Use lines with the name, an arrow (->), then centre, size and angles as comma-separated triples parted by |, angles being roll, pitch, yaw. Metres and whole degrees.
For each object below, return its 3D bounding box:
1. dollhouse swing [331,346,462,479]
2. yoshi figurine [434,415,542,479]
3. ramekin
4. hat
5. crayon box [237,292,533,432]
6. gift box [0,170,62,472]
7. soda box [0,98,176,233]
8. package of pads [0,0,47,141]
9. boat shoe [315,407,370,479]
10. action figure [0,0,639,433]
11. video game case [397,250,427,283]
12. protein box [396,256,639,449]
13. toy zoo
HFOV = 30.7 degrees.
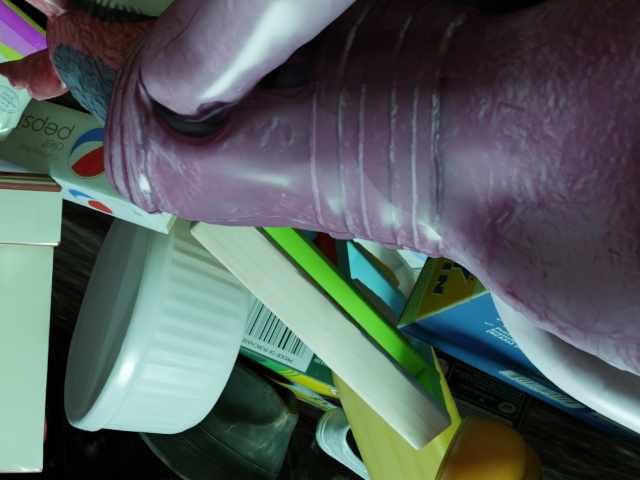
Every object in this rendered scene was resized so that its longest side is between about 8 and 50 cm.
dollhouse swing -> 0.197, 0.220, 1.149 | 0.315, 0.305, 0.347 | -4, 167, -11
yoshi figurine -> 0.244, 0.187, 0.635 | 0.362, 0.203, 0.203 | 22, 131, 20
ramekin -> -0.174, 0.085, 1.261 | 0.127, 0.272, 0.273 | 18, 170, -20
hat -> -0.103, 0.217, 1.436 | 0.331, 0.134, 0.331 | 41, 180, 0
crayon box -> 0.078, 0.186, 1.497 | 0.363, 0.106, 0.313 | 22, 166, 12
gift box -> -0.347, 0.036, 0.931 | 0.276, 0.258, 0.255 | 4, -177, -20
soda box -> -0.227, -0.077, 1.113 | 0.216, 0.074, 0.069 | 18, 165, 28
package of pads -> -0.368, -0.184, 0.908 | 0.297, 0.101, 0.229 | 14, 161, 41
boat shoe -> 0.098, 0.273, 1.393 | 0.227, 0.079, 0.081 | 32, 169, -21
action figure -> 0.041, -0.033, 0.441 | 0.370, 0.275, 0.248 | 7, 168, 13
video game case -> 0.137, 0.053, 1.044 | 0.275, 0.035, 0.248 | 31, 165, -24
protein box -> 0.177, 0.023, 0.641 | 0.200, 0.136, 0.201 | 27, 167, -4
toy zoo -> 0.000, 0.000, 0.786 | 0.192, 0.030, 0.293 | 45, -167, -16
